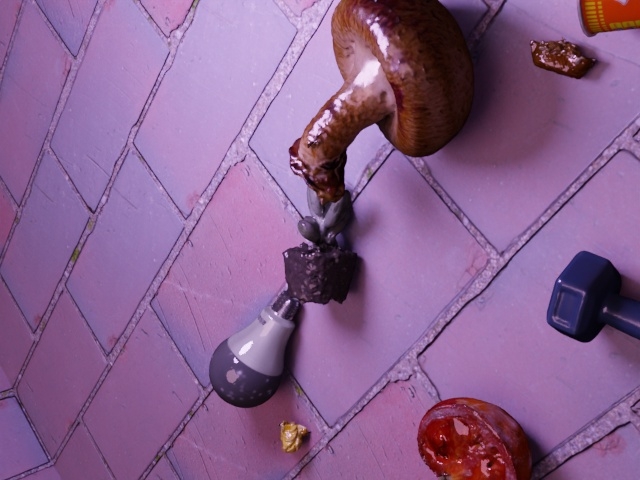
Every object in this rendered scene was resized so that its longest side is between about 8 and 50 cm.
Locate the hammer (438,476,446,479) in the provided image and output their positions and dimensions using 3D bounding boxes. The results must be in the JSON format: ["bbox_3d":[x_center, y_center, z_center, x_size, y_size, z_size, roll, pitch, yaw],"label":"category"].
[{"bbox_3d":[0.258,0.510,1.703,0.062,0.017,0.182,27,118,36],"label":"hammer"}]

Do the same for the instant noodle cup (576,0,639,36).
[{"bbox_3d":[0.503,-0.392,1.157,0.212,0.193,0.193,10,107,33],"label":"instant noodle cup"}]

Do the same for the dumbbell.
[{"bbox_3d":[0.532,0.138,1.272,0.325,0.160,0.144,24,85,37],"label":"dumbbell"}]

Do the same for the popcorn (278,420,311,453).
[{"bbox_3d":[-0.061,0.483,1.965,0.084,0.084,0.084,12,108,41],"label":"popcorn"}]

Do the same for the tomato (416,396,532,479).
[{"bbox_3d":[0.314,0.399,1.539,0.233,0.139,0.200,51,133,19],"label":"tomato"}]

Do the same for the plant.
[{"bbox_3d":[-0.002,0.001,1.731,0.146,0.149,0.274,18,109,39],"label":"plant"}]

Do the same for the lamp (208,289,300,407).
[{"bbox_3d":[-0.160,0.256,1.949,0.182,0.182,0.314,23,95,37],"label":"lamp"}]

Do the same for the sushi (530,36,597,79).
[{"bbox_3d":[0.405,-0.311,1.344,0.118,0.061,0.060,21,107,16],"label":"sushi"}]

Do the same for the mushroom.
[{"bbox_3d":[0.091,-0.297,1.462,0.334,0.356,0.331,76,-176,-59],"label":"mushroom"}]
